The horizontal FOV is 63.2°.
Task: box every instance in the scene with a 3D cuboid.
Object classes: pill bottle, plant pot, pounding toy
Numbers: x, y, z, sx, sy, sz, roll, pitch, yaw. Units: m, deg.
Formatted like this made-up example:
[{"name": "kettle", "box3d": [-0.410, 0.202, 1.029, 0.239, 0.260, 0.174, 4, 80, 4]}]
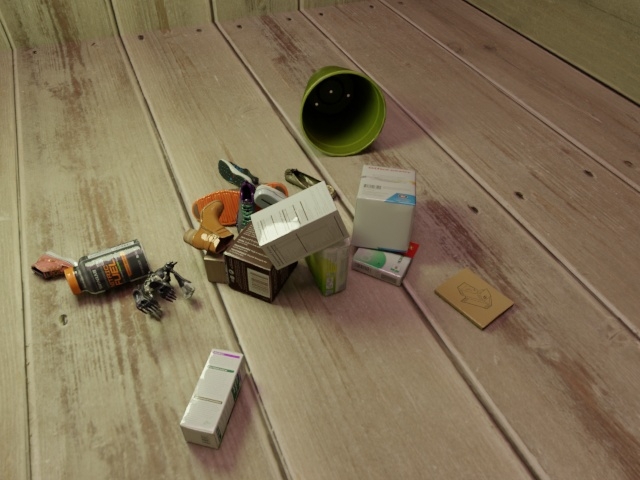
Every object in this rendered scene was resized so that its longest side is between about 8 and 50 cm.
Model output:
[{"name": "pill bottle", "box3d": [-0.686, 0.093, 1.678, 0.246, 0.130, 0.130, -21, 49, -21]}, {"name": "plant pot", "box3d": [0.069, -0.613, 2.304, 0.367, 0.366, 0.353, -5, 33, -7]}, {"name": "pounding toy", "box3d": [-0.315, 0.049, 1.735, 0.100, 0.130, 0.141, 7, 44, 5]}]

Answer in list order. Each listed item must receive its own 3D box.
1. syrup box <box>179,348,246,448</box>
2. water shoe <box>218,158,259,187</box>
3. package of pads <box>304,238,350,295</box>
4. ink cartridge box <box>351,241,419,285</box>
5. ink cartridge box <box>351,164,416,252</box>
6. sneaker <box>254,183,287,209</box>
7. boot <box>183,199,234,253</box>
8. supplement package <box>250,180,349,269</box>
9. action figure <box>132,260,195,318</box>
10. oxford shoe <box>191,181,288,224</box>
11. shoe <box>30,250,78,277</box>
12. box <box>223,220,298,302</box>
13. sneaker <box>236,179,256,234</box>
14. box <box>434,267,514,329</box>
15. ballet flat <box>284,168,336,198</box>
[{"name": "syrup box", "box3d": [-0.280, 0.416, 1.387, 0.096, 0.093, 0.236, 10, 45, 9]}, {"name": "water shoe", "box3d": [-0.336, -0.268, 2.116, 0.203, 0.073, 0.080, 39, 33, 27]}, {"name": "package of pads", "box3d": [0.000, 0.000, 1.726, 0.101, 0.229, 0.296, -16, 48, -17]}, {"name": "ink cartridge box", "box3d": [0.233, 0.042, 1.819, 0.181, 0.056, 0.224, 20, 49, 17]}, {"name": "ink cartridge box", "box3d": [0.228, -0.119, 1.846, 0.198, 0.197, 0.270, 8, 33, 6]}, {"name": "sneaker", "box3d": [-0.124, -0.120, 1.867, 0.258, 0.094, 0.091, 37, 28, -28]}, {"name": "boot", "box3d": [-0.338, -0.041, 1.706, 0.152, 0.073, 0.197, 17, 62, 33]}, {"name": "supplement package", "box3d": [-0.061, -0.044, 1.542, 0.244, 0.139, 0.133, -24, 50, 3]}, {"name": "action figure", "box3d": [-0.492, 0.158, 1.614, 0.164, 0.141, 0.276, -37, 11, -2]}, {"name": "oxford shoe", "box3d": [-0.300, -0.141, 1.966, 0.364, 0.129, 0.133, -9, 12, -2]}, {"name": "shoe", "box3d": [-0.871, 0.095, 1.720, 0.178, 0.063, 0.081, 17, 47, 22]}, {"name": "box", "box3d": [-0.188, 0.059, 1.701, 0.167, 0.168, 0.203, 19, 46, 16]}, {"name": "sneaker", "box3d": [-0.264, -0.100, 1.838, 0.083, 0.098, 0.223, -3, 87, -1]}, {"name": "box", "box3d": [0.502, 0.186, 1.702, 0.164, 0.021, 0.201, -29, 52, -28]}, {"name": "ballet flat", "box3d": [-0.043, -0.232, 2.082, 0.250, 0.058, 0.084, 30, 51, 25]}]
